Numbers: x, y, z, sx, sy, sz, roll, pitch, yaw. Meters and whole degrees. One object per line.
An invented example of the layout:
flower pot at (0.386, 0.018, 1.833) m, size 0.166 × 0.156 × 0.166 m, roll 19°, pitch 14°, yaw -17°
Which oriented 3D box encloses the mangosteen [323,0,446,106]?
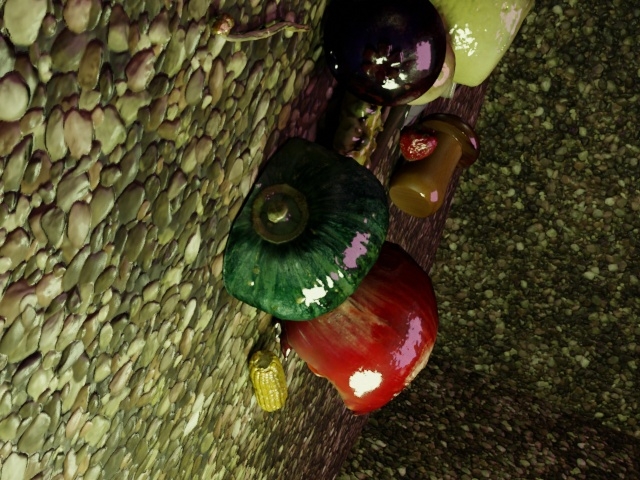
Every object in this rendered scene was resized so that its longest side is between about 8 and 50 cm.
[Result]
mangosteen at (0.099, -0.314, 1.218) m, size 0.231 × 0.194 × 0.194 m, roll -93°, pitch -167°, yaw -60°

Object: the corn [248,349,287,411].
corn at (-0.100, 0.272, 1.503) m, size 0.207 × 0.068 × 0.068 m, roll 87°, pitch 27°, yaw -55°

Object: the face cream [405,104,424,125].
face cream at (0.302, -0.474, 1.921) m, size 0.420 × 0.137 × 0.235 m, roll -62°, pitch 170°, yaw 18°

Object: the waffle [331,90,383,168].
waffle at (0.072, -0.209, 1.465) m, size 0.297 × 0.073 × 0.317 m, roll 96°, pitch 12°, yaw -62°

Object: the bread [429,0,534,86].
bread at (0.301, -0.494, 1.611) m, size 0.321 × 0.237 × 0.320 m, roll -63°, pitch 179°, yaw -2°

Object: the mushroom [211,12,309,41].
mushroom at (-0.069, -0.264, 0.973) m, size 0.026 × 0.028 × 0.286 m, roll 65°, pitch 22°, yaw -4°

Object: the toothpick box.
toothpick box at (0.314, -0.213, 2.129) m, size 0.294 × 0.192 × 0.192 m, roll -57°, pitch 162°, yaw -25°

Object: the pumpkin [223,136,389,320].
pumpkin at (0.000, 0.000, 1.243) m, size 0.293 × 0.196 × 0.263 m, roll -61°, pitch 167°, yaw -20°

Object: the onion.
onion at (0.071, 0.142, 1.468) m, size 0.341 × 0.341 × 0.342 m, roll 21°, pitch 90°, yaw -76°

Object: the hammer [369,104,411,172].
hammer at (0.107, -0.178, 1.665) m, size 0.440 × 0.044 × 0.168 m, roll -60°, pitch 172°, yaw -25°

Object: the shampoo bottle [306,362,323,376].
shampoo bottle at (0.052, 0.260, 1.971) m, size 0.278 × 0.104 × 0.105 m, roll -23°, pitch 132°, yaw -71°

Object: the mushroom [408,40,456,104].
mushroom at (0.196, -0.325, 1.490) m, size 0.112 × 0.148 × 0.148 m, roll 55°, pitch 41°, yaw -17°

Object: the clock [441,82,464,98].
clock at (0.375, -0.495, 2.176) m, size 0.192 × 0.071 × 0.147 m, roll -47°, pitch 154°, yaw -55°

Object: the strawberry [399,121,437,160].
strawberry at (0.252, -0.251, 2.011) m, size 0.106 × 0.106 × 0.106 m, roll 21°, pitch 90°, yaw -76°
